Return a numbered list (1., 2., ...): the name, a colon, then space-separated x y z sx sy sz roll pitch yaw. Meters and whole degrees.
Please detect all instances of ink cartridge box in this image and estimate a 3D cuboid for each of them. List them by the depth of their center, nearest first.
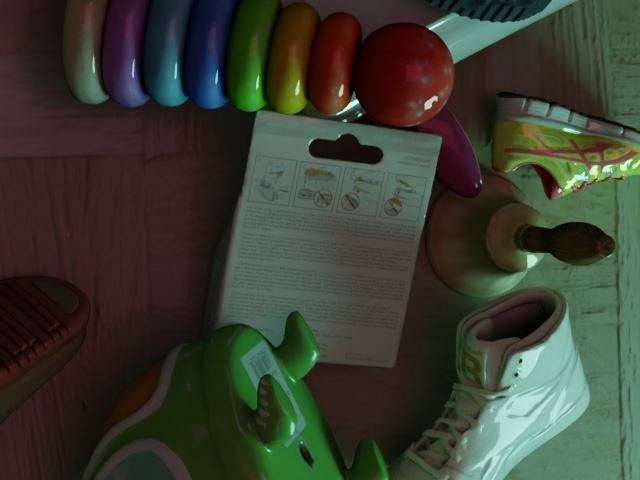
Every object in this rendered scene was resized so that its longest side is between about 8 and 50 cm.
1. ink cartridge box: 0.000 0.000 1.472 0.189 0.066 0.232 6 99 -20

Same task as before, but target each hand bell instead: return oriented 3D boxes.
1. hand bell: 0.203 -0.001 1.474 0.126 0.242 0.126 -1 92 -20

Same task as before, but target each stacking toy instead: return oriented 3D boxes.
1. stacking toy: -0.048 -0.164 1.365 0.330 0.141 0.141 10 88 5

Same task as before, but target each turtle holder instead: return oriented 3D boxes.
1. turtle holder: -0.068 0.239 1.397 0.227 0.243 0.320 -26 122 13

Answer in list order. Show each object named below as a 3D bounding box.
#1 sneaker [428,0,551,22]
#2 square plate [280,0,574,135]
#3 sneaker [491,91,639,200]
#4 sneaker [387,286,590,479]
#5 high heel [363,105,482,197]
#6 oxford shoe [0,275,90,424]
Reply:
1. sneaker: 0.073 -0.307 1.397 0.319 0.112 0.131 24 49 -19
2. square plate: 0.056 -0.323 1.473 0.344 0.049 0.347 -29 89 -18
3. sneaker: 0.260 -0.081 1.587 0.208 0.081 0.094 15 93 -14
4. sneaker: 0.132 0.161 1.493 0.292 0.108 0.169 -39 136 -24
5. high heel: 0.047 -0.113 1.492 0.117 0.082 0.244 -43 101 -23
6. oxford shoe: -0.361 0.171 1.349 0.397 0.140 0.146 -32 133 -22
